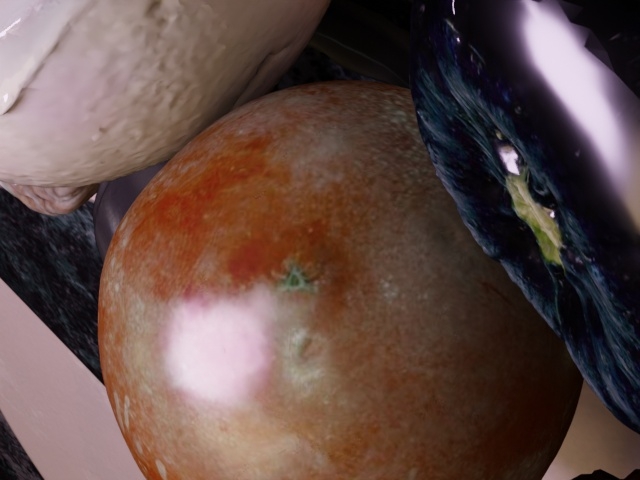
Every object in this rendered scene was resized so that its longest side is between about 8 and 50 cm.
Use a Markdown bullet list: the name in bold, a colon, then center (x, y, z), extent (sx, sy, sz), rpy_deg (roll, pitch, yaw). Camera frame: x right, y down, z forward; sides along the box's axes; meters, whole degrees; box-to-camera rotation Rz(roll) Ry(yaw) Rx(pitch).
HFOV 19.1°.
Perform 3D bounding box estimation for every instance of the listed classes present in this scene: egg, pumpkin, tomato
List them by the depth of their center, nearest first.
- **pumpkin**: center (0.189, -0.053, 0.841), extent (0.315, 0.238, 0.315), rpy_deg (55, 163, 25)
- **tomato**: center (0.007, 0.043, 1.020), extent (0.270, 0.270, 0.222), rpy_deg (39, -177, 17)
- **egg**: center (-0.115, -0.145, 1.102), extent (0.201, 0.337, 0.337), rpy_deg (46, 157, -27)

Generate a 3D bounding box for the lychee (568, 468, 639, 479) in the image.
- **lychee**: center (0.228, 0.362, 1.126), extent (0.500, 0.424, 0.424), rpy_deg (47, 157, 27)

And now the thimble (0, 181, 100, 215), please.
- **thimble**: center (-0.215, -0.141, 1.416), extent (0.229, 0.148, 0.196), rpy_deg (39, 155, 21)

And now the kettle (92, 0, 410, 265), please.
- **kettle**: center (0.000, 0.000, 1.245), extent (0.324, 0.228, 0.321), rpy_deg (40, 126, 20)
